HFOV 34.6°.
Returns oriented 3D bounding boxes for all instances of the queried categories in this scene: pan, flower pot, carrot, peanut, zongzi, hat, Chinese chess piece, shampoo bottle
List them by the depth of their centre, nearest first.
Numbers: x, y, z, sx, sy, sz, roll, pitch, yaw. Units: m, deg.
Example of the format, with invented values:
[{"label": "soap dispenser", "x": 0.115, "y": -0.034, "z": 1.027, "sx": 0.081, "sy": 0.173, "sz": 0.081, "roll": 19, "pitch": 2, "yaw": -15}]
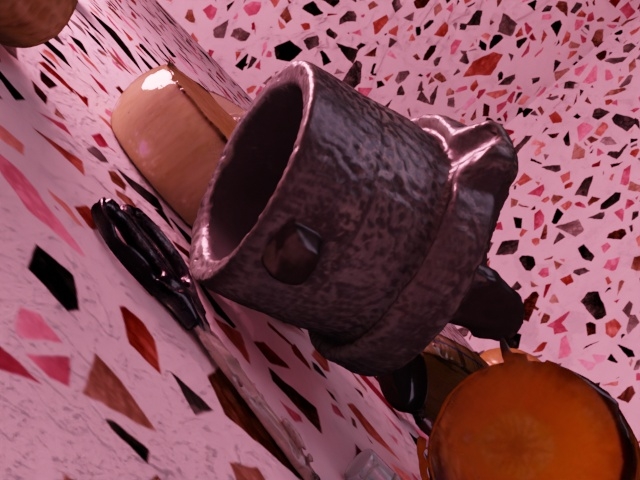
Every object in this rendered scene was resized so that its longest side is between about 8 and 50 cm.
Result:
[{"label": "shampoo bottle", "x": 0.096, "y": 0.266, "z": 0.928, "sx": 0.191, "sy": 0.041, "sz": 0.069, "roll": 47, "pitch": 9, "yaw": -9}, {"label": "peanut", "x": -0.307, "y": -0.259, "z": 0.974, "sx": 0.137, "sy": 0.122, "sz": 0.253, "roll": 42, "pitch": 1, "yaw": 18}, {"label": "flower pot", "x": 0.055, "y": -0.020, "z": 1.016, "sx": 0.283, "sy": 0.299, "sz": 0.299, "roll": 27, "pitch": 14, "yaw": -22}, {"label": "carrot", "x": 0.231, "y": 0.247, "z": 1.070, "sx": 0.224, "sy": 0.224, "sz": 0.341, "roll": 51, "pitch": -3, "yaw": 24}, {"label": "Chinese chess piece", "x": -0.137, "y": -0.097, "z": 1.247, "sx": 0.257, "sy": 0.104, "sz": 0.257, "roll": 48, "pitch": 5, "yaw": -6}, {"label": "pan", "x": 0.133, "y": 0.225, "z": 1.415, "sx": 0.212, "sy": 0.040, "sz": 0.115, "roll": 64, "pitch": 30, "yaw": -4}, {"label": "zongzi", "x": 0.225, "y": 0.270, "z": 1.516, "sx": 0.260, "sy": 0.123, "sz": 0.289, "roll": 33, "pitch": 21, "yaw": -49}, {"label": "hat", "x": -0.186, "y": -0.218, "z": 1.922, "sx": 0.175, "sy": 0.085, "sz": 0.147, "roll": 27, "pitch": 16, "yaw": 6}]

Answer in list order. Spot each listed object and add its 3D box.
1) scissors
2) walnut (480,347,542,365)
[{"label": "scissors", "x": -0.091, "y": 0.081, "z": 0.851, "sx": 0.300, "sy": 0.022, "sz": 0.109, "roll": 51, "pitch": 10, "yaw": 15}, {"label": "walnut", "x": 0.324, "y": 0.285, "z": 1.723, "sx": 0.222, "sy": 0.195, "sz": 0.195, "roll": 52, "pitch": 7, "yaw": 31}]
